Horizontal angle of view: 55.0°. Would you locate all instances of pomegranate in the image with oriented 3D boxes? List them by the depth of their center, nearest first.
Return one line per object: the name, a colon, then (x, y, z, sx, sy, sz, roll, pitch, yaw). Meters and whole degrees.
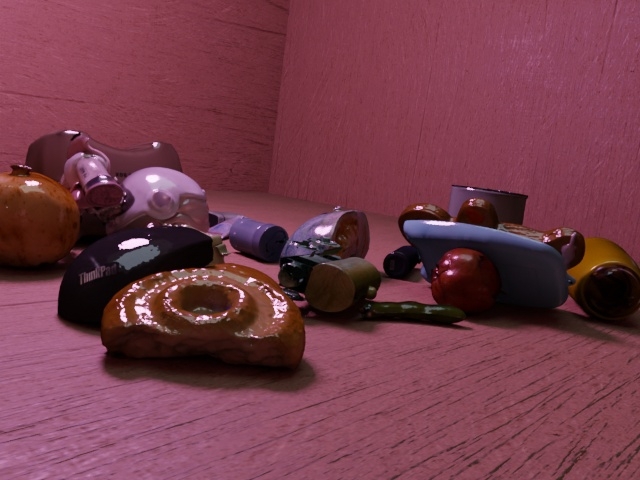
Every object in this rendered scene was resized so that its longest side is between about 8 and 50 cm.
pomegranate: (-0.597, -0.051, 1.238, 0.216, 0.215, 0.215, 7, 8, -1)

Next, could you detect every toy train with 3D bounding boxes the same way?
toy train: (0.023, 0.061, 1.226, 0.190, 0.126, 0.307, 8, 3, 16)

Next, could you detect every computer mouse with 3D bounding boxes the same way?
computer mouse: (-0.310, 0.035, 1.009, 0.170, 0.100, 0.269, 7, 26, 25)

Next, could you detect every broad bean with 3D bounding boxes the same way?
broad bean: (0.170, 0.138, 1.184, 0.227, 0.039, 0.069, 4, 2, -18)

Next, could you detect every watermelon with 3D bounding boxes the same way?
watermelon: (0.002, -0.006, 1.583, 0.188, 0.175, 0.322, 10, 7, 18)

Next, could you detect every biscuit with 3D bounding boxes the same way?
biscuit: (-0.161, 0.102, 0.870, 0.275, 0.091, 0.213, 1, 22, -11)
biscuit: (0.382, 0.027, 1.473, 0.432, 0.282, 0.064, 20, 49, 19)

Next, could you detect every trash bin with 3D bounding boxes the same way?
trash bin: (0.471, -0.020, 1.791, 0.217, 0.262, 0.277, 9, 9, 11)
trash bin: (-0.340, -0.070, 2.176, 0.130, 0.059, 0.116, 1, 12, -45)

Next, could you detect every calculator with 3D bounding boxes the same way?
calculator: (0.380, 0.059, 1.403, 0.387, 0.054, 0.256, 9, -35, 33)

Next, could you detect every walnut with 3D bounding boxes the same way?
walnut: (-0.154, 0.085, 1.095, 0.212, 0.086, 0.167, 9, 4, 9)

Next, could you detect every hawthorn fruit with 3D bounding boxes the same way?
hawthorn fruit: (0.321, 0.093, 1.316, 0.172, 0.148, 0.148, 23, 7, -4)

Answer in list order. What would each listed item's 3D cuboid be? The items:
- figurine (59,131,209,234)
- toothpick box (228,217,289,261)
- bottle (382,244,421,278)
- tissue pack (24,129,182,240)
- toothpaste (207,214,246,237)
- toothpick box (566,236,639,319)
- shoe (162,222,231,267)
figurine: (-0.423, -0.089, 1.440, 0.361, 0.210, 0.253, 25, -17, -39)
toothpick box: (-0.169, -0.004, 1.680, 0.101, 0.101, 0.153, 1, 9, -39)
bottle: (0.236, 0.055, 1.726, 0.082, 0.072, 0.244, 15, 9, 14)
tissue pack: (-0.572, -0.129, 1.645, 0.268, 0.276, 0.387, -5, -5, 45)
toothpaste: (-0.309, -0.038, 2.014, 0.090, 0.057, 0.234, 8, 14, 18)
toothpick box: (0.685, 0.095, 1.492, 0.175, 0.174, 0.271, 9, 11, 12)
shoe: (-0.309, 0.027, 1.327, 0.262, 0.128, 0.140, 13, -4, 23)
